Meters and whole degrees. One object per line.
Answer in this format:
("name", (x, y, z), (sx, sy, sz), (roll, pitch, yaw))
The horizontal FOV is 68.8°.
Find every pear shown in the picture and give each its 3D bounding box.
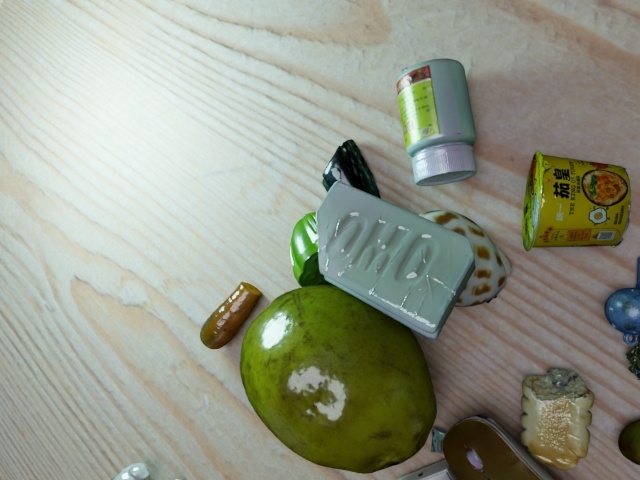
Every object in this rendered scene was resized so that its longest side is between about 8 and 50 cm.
("pear", (0.031, 0.253, 0.912), (0.413, 0.352, 0.352), (30, 101, 29))

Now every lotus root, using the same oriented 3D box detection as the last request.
("lotus root", (0.000, 0.000, 1.043), (0.186, 0.186, 0.186), (-1, 88, 25))

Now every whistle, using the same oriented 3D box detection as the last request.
("whistle", (0.546, 0.105, 0.817), (0.090, 0.090, 0.158), (2, 90, 25))

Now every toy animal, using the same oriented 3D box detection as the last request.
("toy animal", (-0.476, 0.696, 1.255), (0.193, 0.127, 0.179), (28, 98, 25))

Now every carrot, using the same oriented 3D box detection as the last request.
("carrot", (-0.228, 0.192, 1.175), (0.087, 0.087, 0.193), (46, 108, 19))

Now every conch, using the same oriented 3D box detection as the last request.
("conch", (0.235, 0.030, 0.927), (0.274, 0.148, 0.183), (14, 90, 22))

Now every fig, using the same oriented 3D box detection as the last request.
("fig", (0.565, 0.348, 0.812), (0.074, 0.074, 0.088), (30, 82, 22))

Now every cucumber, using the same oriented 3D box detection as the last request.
("cucumber", (0.063, -0.120, 1.054), (0.115, 0.085, 0.193), (-29, 83, 19))

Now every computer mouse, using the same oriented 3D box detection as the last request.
("computer mouse", (0.365, 0.459, 0.857), (0.310, 0.072, 0.158), (43, 130, 9))

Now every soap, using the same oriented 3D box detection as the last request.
("soap", (0.114, 0.028, 0.828), (0.289, 0.095, 0.173), (28, 80, 25))

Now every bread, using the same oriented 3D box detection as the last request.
("bread", (0.432, 0.327, 0.864), (0.119, 0.084, 0.178), (6, 92, 26))

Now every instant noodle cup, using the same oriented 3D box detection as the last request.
("instant noodle cup", (0.447, -0.065, 0.825), (0.144, 0.182, 0.182), (5, 91, 16))

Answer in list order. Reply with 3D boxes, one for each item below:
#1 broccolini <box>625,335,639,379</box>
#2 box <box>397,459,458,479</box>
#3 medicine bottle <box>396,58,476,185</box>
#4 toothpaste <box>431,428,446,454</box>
("broccolini", (0.598, 0.155, 0.803), (0.091, 0.068, 0.203), (22, 97, 43))
("box", (0.240, 0.540, 0.960), (0.129, 0.051, 0.130), (-33, 81, 21))
("medicine bottle", (0.235, -0.234, 0.939), (0.139, 0.139, 0.226), (-11, 84, 24))
("toothpaste", (0.325, 0.432, 0.939), (0.205, 0.036, 0.056), (7, 105, 27))
